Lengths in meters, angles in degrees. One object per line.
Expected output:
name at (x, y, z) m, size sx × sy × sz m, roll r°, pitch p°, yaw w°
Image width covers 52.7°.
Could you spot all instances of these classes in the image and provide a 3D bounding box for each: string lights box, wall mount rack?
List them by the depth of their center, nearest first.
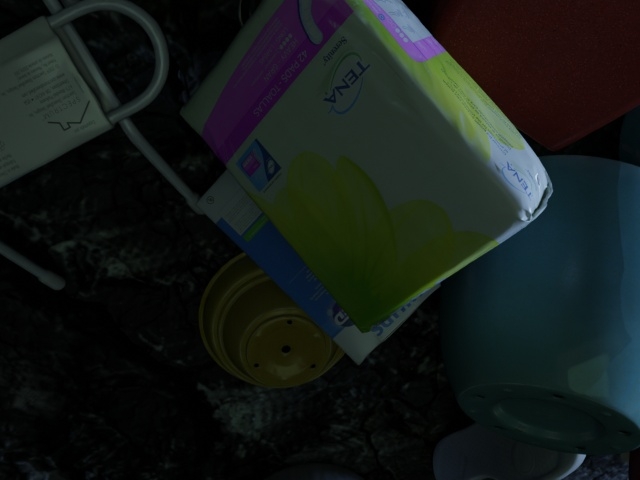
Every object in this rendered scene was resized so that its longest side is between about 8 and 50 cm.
wall mount rack at (-0.291, -0.096, 0.691) m, size 0.350 × 0.130 × 0.304 m, roll -27°, pitch 110°, yaw 3°
string lights box at (0.000, 0.000, 0.745) m, size 0.259 × 0.077 × 0.133 m, roll 45°, pitch 101°, yaw 1°

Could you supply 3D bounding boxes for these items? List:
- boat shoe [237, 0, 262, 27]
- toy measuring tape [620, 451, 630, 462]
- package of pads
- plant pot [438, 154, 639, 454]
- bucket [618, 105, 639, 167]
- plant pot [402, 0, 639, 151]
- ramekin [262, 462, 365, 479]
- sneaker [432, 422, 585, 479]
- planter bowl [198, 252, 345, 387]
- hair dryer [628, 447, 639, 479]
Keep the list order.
boat shoe at (-0.028, -0.318, 0.662) m, size 0.084 × 0.079 × 0.233 m, roll 13°, pitch 108°, yaw -12°
toy measuring tape at (0.403, 0.237, 0.927) m, size 0.121 × 0.121 × 0.330 m, roll -26°, pitch 114°, yaw 2°
package of pads at (0.036, -0.090, 0.598) m, size 0.296 × 0.101 × 0.229 m, roll 50°, pitch 129°, yaw 0°
plant pot at (0.262, 0.090, 0.712) m, size 0.293 × 0.235 × 0.293 m, roll 16°, pitch 150°, yaw 9°
bucket at (0.518, -0.113, 0.772) m, size 0.281 × 0.183 × 0.281 m, roll -3°, pitch 113°, yaw -7°
plant pot at (0.223, -0.252, 0.641) m, size 0.267 × 0.267 × 0.236 m, roll 28°, pitch 116°, yaw -18°
ramekin at (-0.012, 0.453, 0.948) m, size 0.272 × 0.127 × 0.273 m, roll -3°, pitch 112°, yaw -8°
sneaker at (0.290, 0.291, 0.891) m, size 0.146 × 0.105 × 0.296 m, roll 7°, pitch 153°, yaw -21°
planter bowl at (-0.047, 0.119, 0.828) m, size 0.217 × 0.090 × 0.217 m, roll -3°, pitch 112°, yaw -8°
hair dryer at (0.499, 0.306, 0.904) m, size 0.293 × 0.080 × 0.224 m, roll -45°, pitch 121°, yaw -35°
